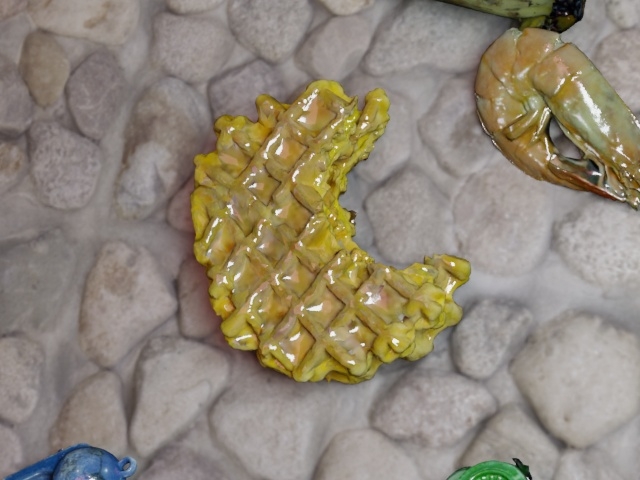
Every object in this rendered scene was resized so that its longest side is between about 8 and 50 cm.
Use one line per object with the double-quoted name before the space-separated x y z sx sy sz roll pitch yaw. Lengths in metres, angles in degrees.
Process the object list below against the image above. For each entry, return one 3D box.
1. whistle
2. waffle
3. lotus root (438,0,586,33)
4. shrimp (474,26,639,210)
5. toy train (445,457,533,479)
"whistle" -0.272 0.275 1.343 0.158 0.090 0.090 -26 73 8
"waffle" 0.000 0.000 1.300 0.261 0.151 0.324 -29 69 12
"lotus root" 0.147 -0.320 1.318 0.309 0.173 0.173 16 82 18
"shrimp" 0.270 -0.110 1.291 0.267 0.061 0.145 41 121 5
"toy train" 0.174 0.340 1.153 0.202 0.145 0.266 -41 45 -2
